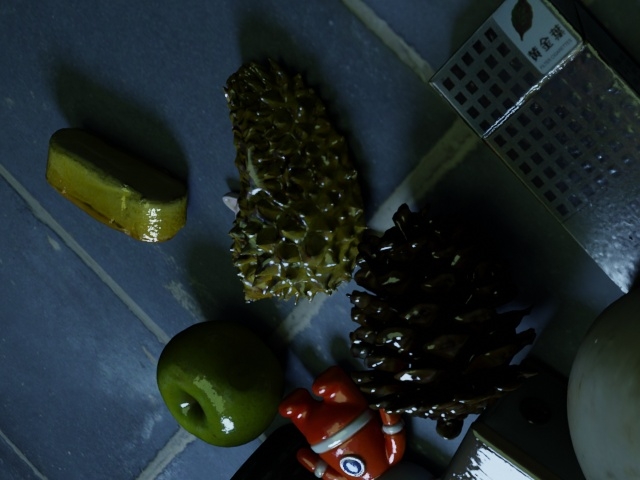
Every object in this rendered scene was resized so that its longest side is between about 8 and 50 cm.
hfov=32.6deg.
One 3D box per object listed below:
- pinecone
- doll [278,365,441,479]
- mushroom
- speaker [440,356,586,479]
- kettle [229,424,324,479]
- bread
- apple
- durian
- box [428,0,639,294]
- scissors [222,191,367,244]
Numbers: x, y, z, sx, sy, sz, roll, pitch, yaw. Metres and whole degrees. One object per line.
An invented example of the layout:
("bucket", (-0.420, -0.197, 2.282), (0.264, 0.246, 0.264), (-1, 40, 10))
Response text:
("pinecone", (0.135, 0.093, 1.263), (0.224, 0.224, 0.272), (-18, 79, 48))
("doll", (0.079, 0.342, 1.583), (0.200, 0.105, 0.336), (-36, 93, 32))
("mushroom", (0.420, 0.193, 1.070), (0.362, 0.295, 0.362), (54, 165, 22))
("speaker", (0.287, 0.290, 1.324), (0.231, 0.153, 0.192), (35, 138, 17))
("kettle", (-0.075, 0.477, 1.691), (0.207, 0.290, 0.268), (13, 130, 34))
("bread", (-0.300, -0.082, 1.606), (0.246, 0.102, 0.094), (28, 129, 21))
("apple", (-0.146, 0.212, 1.642), (0.196, 0.157, 0.196), (32, 143, 29))
("durian", (-0.044, -0.054, 1.363), (0.191, 0.112, 0.341), (13, 115, 33))
("box", (0.275, -0.101, 1.112), (0.325, 0.047, 0.180), (47, 139, 1))
("scissors", (0.000, 0.000, 1.454), (0.318, 0.024, 0.160), (11, 127, 36))
